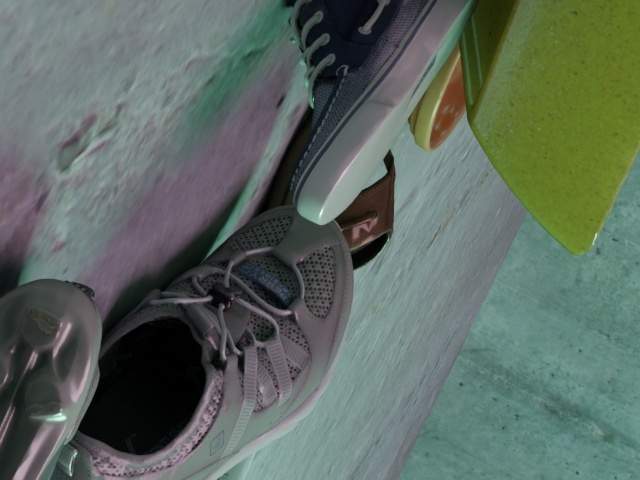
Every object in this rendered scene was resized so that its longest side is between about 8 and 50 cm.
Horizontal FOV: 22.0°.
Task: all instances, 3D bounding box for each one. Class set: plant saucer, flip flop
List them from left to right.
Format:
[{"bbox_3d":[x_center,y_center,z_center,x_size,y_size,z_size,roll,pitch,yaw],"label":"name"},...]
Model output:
[{"bbox_3d":[0.000,0.000,1.085,0.277,0.080,0.112,-60,170,-8],"label":"flip flop"},{"bbox_3d":[0.121,-0.169,1.360,0.200,0.037,0.200,-59,170,-16],"label":"plant saucer"},{"bbox_3d":[0.141,-0.218,0.918,0.333,0.081,0.333,107,-14,-48],"label":"plant saucer"}]

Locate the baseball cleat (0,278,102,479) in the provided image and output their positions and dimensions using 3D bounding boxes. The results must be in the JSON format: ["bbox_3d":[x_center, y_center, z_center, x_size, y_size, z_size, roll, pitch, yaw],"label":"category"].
[{"bbox_3d":[-0.145,0.112,0.701,0.206,0.072,0.109,-58,177,1],"label":"baseball cleat"}]

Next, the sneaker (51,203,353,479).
[{"bbox_3d":[-0.057,0.065,0.905,0.281,0.105,0.115,-52,166,-40],"label":"sneaker"}]

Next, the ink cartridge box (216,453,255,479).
[{"bbox_3d":[-0.059,0.117,1.278,0.179,0.045,0.145,-84,-164,-66],"label":"ink cartridge box"}]

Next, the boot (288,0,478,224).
[{"bbox_3d":[0.010,-0.092,0.873,0.190,0.086,0.069,-56,171,-37],"label":"boot"}]
